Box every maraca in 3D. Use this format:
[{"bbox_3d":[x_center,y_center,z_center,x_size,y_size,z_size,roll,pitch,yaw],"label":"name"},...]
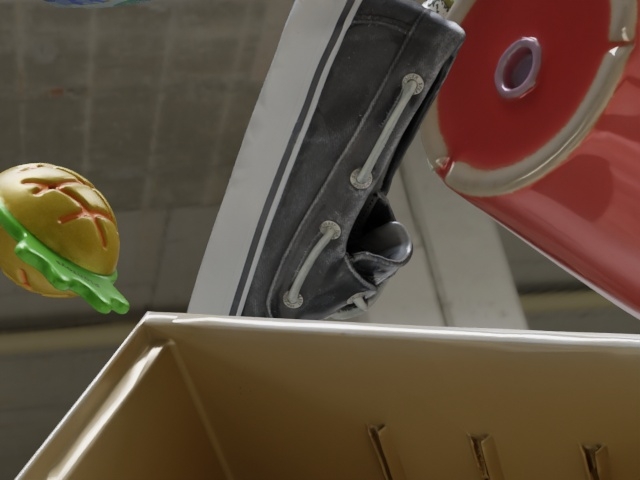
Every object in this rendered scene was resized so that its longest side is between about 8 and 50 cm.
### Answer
[{"bbox_3d":[-0.212,0.001,0.968,0.127,0.186,0.099,30,-79,-35],"label":"maraca"}]

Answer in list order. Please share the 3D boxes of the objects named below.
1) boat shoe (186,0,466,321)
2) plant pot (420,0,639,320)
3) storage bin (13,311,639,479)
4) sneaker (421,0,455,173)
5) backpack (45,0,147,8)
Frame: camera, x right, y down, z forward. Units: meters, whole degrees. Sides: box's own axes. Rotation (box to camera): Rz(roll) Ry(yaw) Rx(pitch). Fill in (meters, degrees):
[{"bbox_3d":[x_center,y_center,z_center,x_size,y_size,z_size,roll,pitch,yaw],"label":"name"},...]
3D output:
[{"bbox_3d":[0.000,0.000,0.683,0.102,0.108,0.301,24,-63,8],"label":"boat shoe"},{"bbox_3d":[0.220,-0.083,0.839,0.243,0.275,0.275,19,-42,-33],"label":"plant pot"},{"bbox_3d":[0.011,0.152,0.341,0.262,0.260,0.123,1,-54,29],"label":"storage bin"},{"bbox_3d":[0.204,-0.119,1.299,0.182,0.158,0.410,-36,-62,13],"label":"sneaker"},{"bbox_3d":[-0.145,-0.294,0.880,0.290,0.273,0.355,-9,-19,11],"label":"backpack"}]
